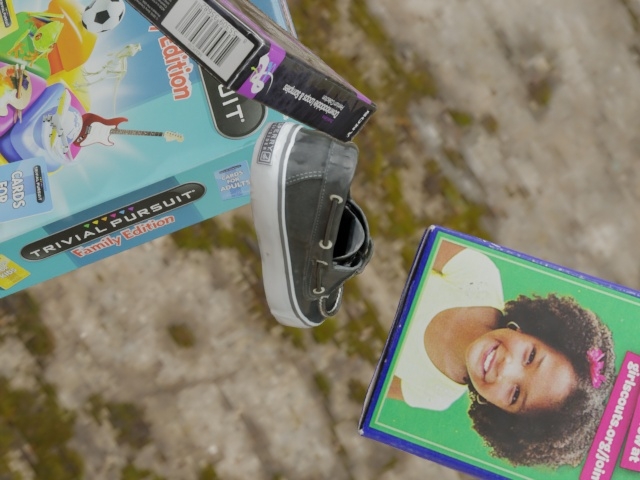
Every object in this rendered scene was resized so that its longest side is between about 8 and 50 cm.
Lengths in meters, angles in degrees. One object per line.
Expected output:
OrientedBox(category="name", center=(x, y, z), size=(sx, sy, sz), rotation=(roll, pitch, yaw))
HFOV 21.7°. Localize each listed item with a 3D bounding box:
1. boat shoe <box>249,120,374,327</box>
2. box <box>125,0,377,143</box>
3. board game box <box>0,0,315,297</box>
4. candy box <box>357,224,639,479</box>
OrientedBox(category="boat shoe", center=(0.000, 0.000, 0.686), size=(0.040, 0.142, 0.049), rotation=(11, 65, 11))
OrientedBox(category="box", center=(-0.045, -0.098, 0.753), size=(0.116, 0.029, 0.162), rotation=(42, 9, 18))
OrientedBox(category="board game box", center=(-0.180, -0.115, 1.337), size=(0.079, 0.336, 0.254), rotation=(59, 11, -57))
OrientedBox(category="candy box", center=(0.207, 0.104, 0.896), size=(0.268, 0.317, 0.122), rotation=(25, 82, -75))
